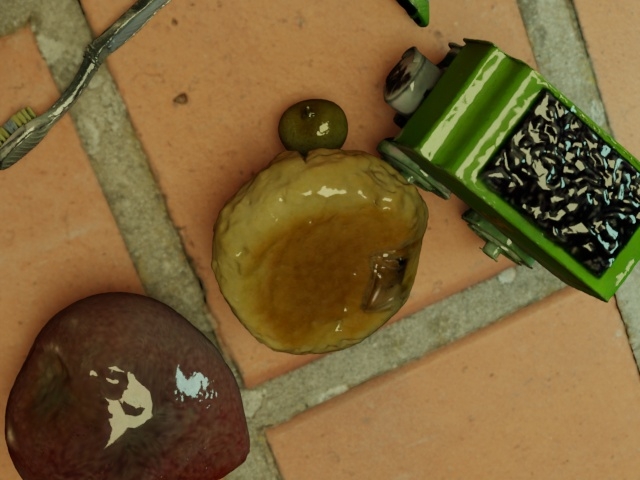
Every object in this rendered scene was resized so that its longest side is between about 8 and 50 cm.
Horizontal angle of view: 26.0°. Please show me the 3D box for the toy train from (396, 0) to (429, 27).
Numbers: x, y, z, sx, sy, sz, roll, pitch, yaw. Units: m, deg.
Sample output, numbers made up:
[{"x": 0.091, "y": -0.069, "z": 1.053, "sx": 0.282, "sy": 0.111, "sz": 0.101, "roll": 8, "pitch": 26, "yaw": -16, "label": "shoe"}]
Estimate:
[{"x": 0.083, "y": -0.328, "z": 1.468, "sx": 0.042, "sy": 0.044, "sz": 0.209, "roll": -9, "pitch": 104, "yaw": -12, "label": "toy train"}]

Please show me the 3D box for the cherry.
[{"x": -0.199, "y": 0.173, "z": 1.439, "sx": 0.239, "sy": 0.206, "sz": 0.239, "roll": -24, "pitch": 123, "yaw": -43, "label": "cherry"}]

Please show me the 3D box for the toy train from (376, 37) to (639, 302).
[{"x": 0.204, "y": -0.078, "z": 1.451, "sx": 0.307, "sy": 0.249, "sz": 0.173, "roll": 38, "pitch": 90, "yaw": -18, "label": "toy train"}]

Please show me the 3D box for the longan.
[{"x": -0.009, "y": -0.121, "z": 1.472, "sx": 0.075, "sy": 0.075, "sz": 0.083, "roll": -36, "pitch": 152, "yaw": -4, "label": "longan"}]

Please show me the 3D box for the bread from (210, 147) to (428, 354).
[{"x": 0.000, "y": 0.000, "z": 1.455, "sx": 0.244, "sy": 0.134, "sz": 0.244, "roll": -7, "pitch": 126, "yaw": -9, "label": "bread"}]

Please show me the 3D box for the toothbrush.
[{"x": -0.194, "y": -0.225, "z": 1.427, "sx": 0.413, "sy": 0.035, "sz": 0.042, "roll": -45, "pitch": 75, "yaw": -2, "label": "toothbrush"}]
